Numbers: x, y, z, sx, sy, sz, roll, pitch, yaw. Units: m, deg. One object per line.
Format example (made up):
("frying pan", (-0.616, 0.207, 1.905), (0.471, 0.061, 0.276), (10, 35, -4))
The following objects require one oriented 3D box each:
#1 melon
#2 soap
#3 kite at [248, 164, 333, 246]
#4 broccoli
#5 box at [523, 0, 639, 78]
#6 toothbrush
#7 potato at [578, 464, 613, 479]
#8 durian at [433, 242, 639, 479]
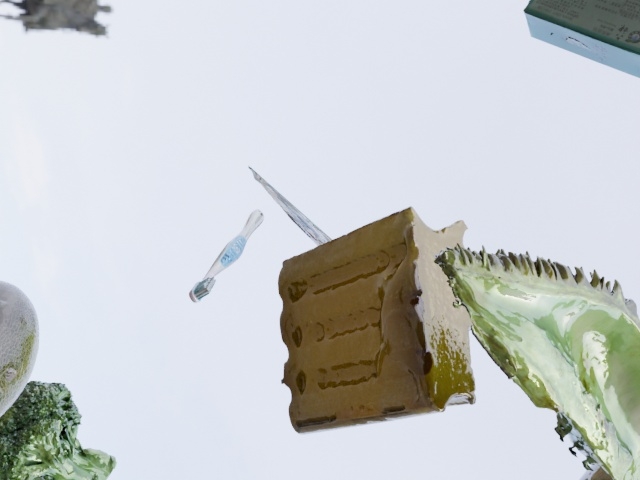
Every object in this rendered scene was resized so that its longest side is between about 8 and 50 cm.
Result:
("melon", (-0.305, 0.103, 0.714), (0.162, 0.099, 0.099), (-95, -158, -51))
("soap", (0.069, 0.119, 1.084), (0.281, 0.143, 0.259), (-20, -114, 44))
("kite", (0.000, 0.001, 1.398), (0.368, 0.406, 0.014), (45, -86, 1))
("broccoli", (-0.479, 0.365, 1.376), (0.269, 0.241, 0.261), (-46, -164, 42))
("box", (0.515, -0.414, 1.463), (0.245, 0.092, 0.153), (33, -94, 29))
("toothbrush", (-0.065, 0.007, 0.584), (0.017, 0.162, 0.014), (-28, -76, 18))
("potato", (0.406, 0.355, 1.037), (0.165, 0.262, 0.165), (49, -19, 23))
("durian", (0.235, 0.125, 0.867), (0.163, 0.394, 0.198), (-12, -133, 43))
